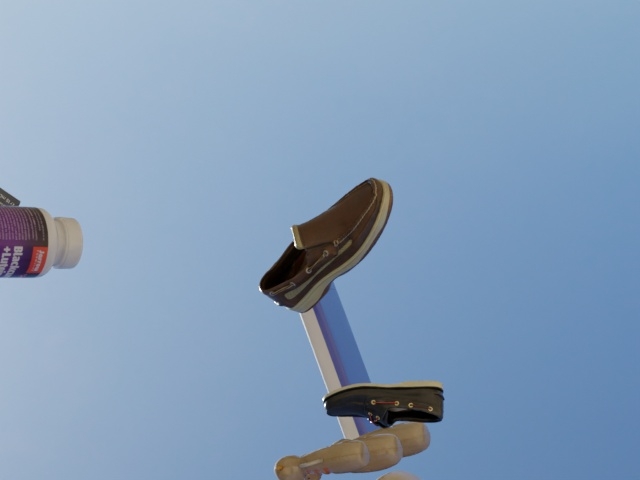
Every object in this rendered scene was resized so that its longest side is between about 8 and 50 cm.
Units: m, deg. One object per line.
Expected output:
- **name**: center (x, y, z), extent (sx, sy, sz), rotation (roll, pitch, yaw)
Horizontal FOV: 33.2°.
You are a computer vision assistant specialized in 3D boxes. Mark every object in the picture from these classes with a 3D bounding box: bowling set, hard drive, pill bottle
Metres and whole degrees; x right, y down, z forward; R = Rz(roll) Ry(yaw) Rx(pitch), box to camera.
- **bowling set**: center (0.049, 0.353, 1.418), extent (0.154, 0.200, 0.287), rotation (-17, 167, 25)
- **hard drive**: center (0.037, 0.209, 1.815), extent (0.040, 0.319, 0.210), rotation (-22, 172, 10)
- **pill bottle**: center (-0.456, 0.002, 1.588), extent (0.193, 0.108, 0.108), rotation (1, -158, -40)

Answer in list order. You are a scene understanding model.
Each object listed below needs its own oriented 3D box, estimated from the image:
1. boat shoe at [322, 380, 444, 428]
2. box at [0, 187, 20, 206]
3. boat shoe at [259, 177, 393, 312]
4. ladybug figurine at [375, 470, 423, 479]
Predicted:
- **boat shoe**: center (0.066, 0.177, 1.145), extent (0.133, 0.049, 0.042), rotation (-5, -120, 13)
- **box**: center (-0.589, -0.037, 1.697), extent (0.093, 0.156, 0.158), rotation (-5, -128, 56)
- **boat shoe**: center (0.002, 0.005, 1.561), extent (0.095, 0.257, 0.095), rotation (22, -151, -31)
- **ladybug figurine**: center (0.135, 0.540, 1.736), extent (0.161, 0.449, 0.305), rotation (18, -105, 23)
